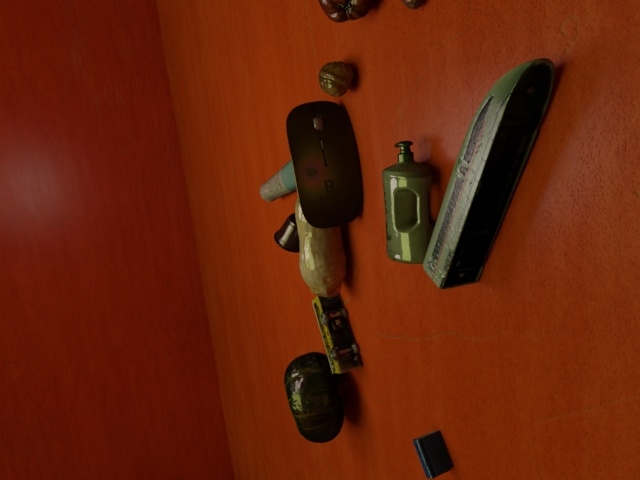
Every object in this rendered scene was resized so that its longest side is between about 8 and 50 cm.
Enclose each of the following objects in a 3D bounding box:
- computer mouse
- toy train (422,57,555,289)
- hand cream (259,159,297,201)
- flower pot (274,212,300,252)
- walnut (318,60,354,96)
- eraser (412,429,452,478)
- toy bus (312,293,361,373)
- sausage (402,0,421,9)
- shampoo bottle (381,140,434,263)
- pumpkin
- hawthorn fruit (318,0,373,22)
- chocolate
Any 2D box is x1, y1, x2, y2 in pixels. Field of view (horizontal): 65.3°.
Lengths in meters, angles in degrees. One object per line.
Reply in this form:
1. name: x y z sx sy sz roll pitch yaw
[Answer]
1. computer mouse: 0.009 -0.185 1.217 0.072 0.158 0.310 -155 55 -83
2. toy train: 0.260 -0.100 0.808 0.088 0.086 0.407 -121 31 -46
3. hand cream: -0.095 -0.197 1.551 0.312 0.070 0.111 -19 82 57
4. flower pot: -0.079 -0.031 1.532 0.111 0.111 0.089 56 136 38
5. walnut: 0.037 -0.374 1.157 0.079 0.082 0.096 -62 36 13
6. eraser: 0.248 0.471 1.103 0.027 0.063 0.085 -47 58 59
7. toy bus: 0.042 0.261 1.420 0.074 0.081 0.226 -41 64 61
8. sausage: 0.142 -0.499 0.923 0.047 0.040 0.177 -41 64 55
9. shampoo bottle: 0.173 -0.078 0.989 0.118 0.087 0.234 -158 60 -64
10. pumpkin: -0.001 0.458 1.499 0.260 0.189 0.260 162 90 -87
11. hawthorn fruit: 0.055 -0.513 1.021 0.140 0.125 0.125 -80 2 -49
12. chocolate: 0.000 0.000 1.339 0.134 0.134 0.309 12 111 63
